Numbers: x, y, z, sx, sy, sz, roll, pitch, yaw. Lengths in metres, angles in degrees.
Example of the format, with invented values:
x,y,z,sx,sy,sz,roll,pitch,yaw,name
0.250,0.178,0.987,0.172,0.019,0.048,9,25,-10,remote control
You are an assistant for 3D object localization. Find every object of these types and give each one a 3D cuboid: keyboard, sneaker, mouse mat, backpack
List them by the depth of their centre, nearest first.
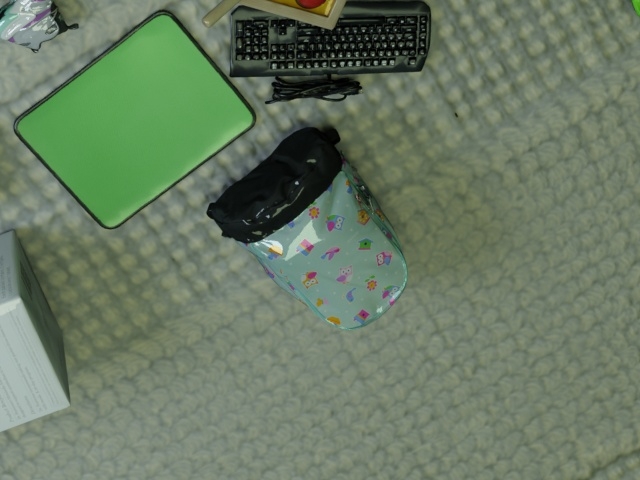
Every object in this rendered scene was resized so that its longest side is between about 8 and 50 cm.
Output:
x,y,z,sx,sy,sz,roll,pitch,yaw,name
-0.245,-0.213,1.694,0.069,0.038,0.098,27,118,-24,sneaker
0.011,-0.173,1.763,0.192,0.038,0.100,-3,118,-9,keyboard
-0.174,-0.112,1.775,0.190,0.007,0.152,-36,118,7,mouse mat
0.000,0.000,1.806,0.152,0.115,0.182,-37,120,6,backpack

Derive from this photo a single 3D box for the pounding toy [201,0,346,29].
x,y,z,sx,sy,sz,roll,pitch,yaw,name
-0.036,-0.250,1.661,0.141,0.100,0.130,12,115,-32,pounding toy

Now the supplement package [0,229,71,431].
x,y,z,sx,sy,sz,roll,pitch,yaw,name
-0.377,0.114,1.775,0.244,0.139,0.134,-20,120,-1,supplement package

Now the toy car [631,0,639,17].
x,y,z,sx,sy,sz,roll,pitch,yaw,name
0.384,-0.289,1.768,0.225,0.053,0.239,-37,117,9,toy car
